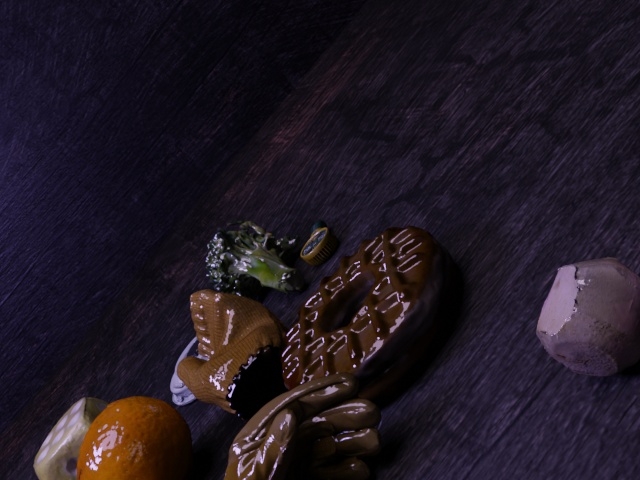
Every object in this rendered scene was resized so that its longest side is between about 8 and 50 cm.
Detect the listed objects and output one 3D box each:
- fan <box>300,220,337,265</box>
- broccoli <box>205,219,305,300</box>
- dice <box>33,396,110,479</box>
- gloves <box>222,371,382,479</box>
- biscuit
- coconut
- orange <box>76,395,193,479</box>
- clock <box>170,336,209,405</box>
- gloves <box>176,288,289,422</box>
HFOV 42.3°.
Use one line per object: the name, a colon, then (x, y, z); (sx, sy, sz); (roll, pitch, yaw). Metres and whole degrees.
fan: (0.000, 0.000, 1.739); (0.082, 0.039, 0.155); (-43, 17, 17)
broccoli: (-0.107, 0.057, 1.788); (0.275, 0.177, 0.198); (8, 17, 36)
dice: (-0.477, 0.445, 1.720); (0.169, 0.169, 0.166); (-48, 18, 3)
gloves: (-0.051, 0.304, 1.063); (0.331, 0.154, 0.141); (-55, 19, 3)
biscuit: (0.069, 0.117, 1.239); (0.332, 0.103, 0.332); (-42, 18, 17)
coconut: (0.278, 0.068, 0.836); (0.110, 0.110, 0.124); (-24, 36, 53)
orange: (-0.321, 0.382, 1.440); (0.219, 0.193, 0.219); (179, 90, -87)
clock: (-0.256, 0.251, 1.800); (0.236, 0.053, 0.236); (-44, 19, 19)
gloves: (-0.150, 0.206, 1.477); (0.203, 0.155, 0.356); (-56, 34, -1)
